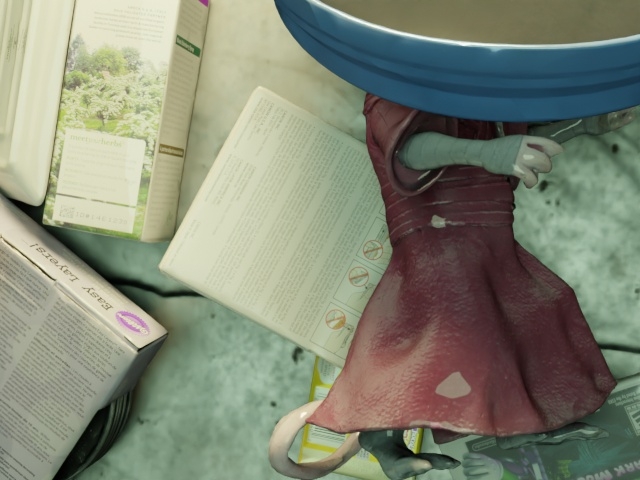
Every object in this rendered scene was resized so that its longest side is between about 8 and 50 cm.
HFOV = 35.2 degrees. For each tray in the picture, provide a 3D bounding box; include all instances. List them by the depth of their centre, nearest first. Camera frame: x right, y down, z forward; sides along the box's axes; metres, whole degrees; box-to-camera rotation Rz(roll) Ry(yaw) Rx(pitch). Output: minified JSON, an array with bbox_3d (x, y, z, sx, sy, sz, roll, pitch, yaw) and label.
[{"bbox_3d":[-0.264,-0.171,0.898,0.145,0.030,0.270,12,94,53],"label":"tray"}]

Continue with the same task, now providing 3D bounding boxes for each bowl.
[{"bbox_3d":[0.142,-0.231,0.734,0.391,0.077,0.391,-4,48,4],"label":"bowl"}]

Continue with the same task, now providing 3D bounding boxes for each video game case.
[{"bbox_3d":[0.214,0.218,0.834,0.190,0.022,0.173,-25,86,27],"label":"video game case"}]

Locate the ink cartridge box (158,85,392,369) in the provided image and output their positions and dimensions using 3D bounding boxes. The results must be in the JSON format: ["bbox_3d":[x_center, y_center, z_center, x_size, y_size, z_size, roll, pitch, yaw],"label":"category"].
[{"bbox_3d":[0.000,0.000,0.871,0.224,0.056,0.181,29,88,-6],"label":"ink cartridge box"}]

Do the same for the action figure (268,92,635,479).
[{"bbox_3d":[0.101,-0.015,0.796,0.276,0.248,0.370,-17,79,34],"label":"action figure"}]

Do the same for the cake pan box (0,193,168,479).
[{"bbox_3d":[-0.297,0.104,0.909,0.267,0.070,0.246,37,111,9],"label":"cake pan box"}]

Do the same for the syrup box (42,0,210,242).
[{"bbox_3d":[-0.168,-0.122,0.892,0.093,0.096,0.237,9,92,9],"label":"syrup box"}]

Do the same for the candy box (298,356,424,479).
[{"bbox_3d":[0.048,0.107,0.887,0.105,0.027,0.206,10,91,9],"label":"candy box"}]
